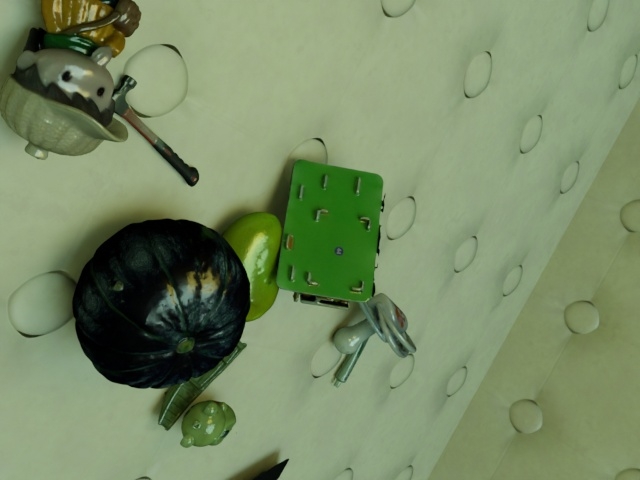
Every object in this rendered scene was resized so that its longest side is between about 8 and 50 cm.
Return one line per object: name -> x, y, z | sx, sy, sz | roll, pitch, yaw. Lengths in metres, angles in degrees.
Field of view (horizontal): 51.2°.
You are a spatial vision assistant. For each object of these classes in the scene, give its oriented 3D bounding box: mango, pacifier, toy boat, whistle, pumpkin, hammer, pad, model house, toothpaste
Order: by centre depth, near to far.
hammer -> -0.332, -0.200, 1.347 | 0.111, 0.033, 0.287 | -53, 142, -9
pumpkin -> -0.317, 0.129, 1.375 | 0.363, 0.266, 0.363 | -20, 132, -25
mango -> -0.183, 0.065, 1.591 | 0.185, 0.149, 0.273 | -11, 117, -33
toy boat -> -0.313, 0.351, 1.708 | 0.293, 0.055, 0.093 | -47, 141, -15
model house -> 0.000, 0.000, 1.724 | 0.242, 0.313, 0.357 | 9, 74, -11
whistle -> -0.288, 0.476, 1.752 | 0.131, 0.106, 0.288 | -53, 168, -5
pad -> -0.201, 0.702, 2.057 | 0.250, 0.055, 0.323 | -19, 126, -39
pacifier -> 0.148, 0.282, 2.066 | 0.233, 0.244, 0.299 | -31, 141, 13
toothpaste -> 0.107, 0.388, 2.204 | 0.218, 0.041, 0.064 | -58, 154, -6

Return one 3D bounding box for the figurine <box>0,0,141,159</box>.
figurine -> -0.416, -0.301, 1.115 | 0.185, 0.204, 0.332 | 14, 74, -49
